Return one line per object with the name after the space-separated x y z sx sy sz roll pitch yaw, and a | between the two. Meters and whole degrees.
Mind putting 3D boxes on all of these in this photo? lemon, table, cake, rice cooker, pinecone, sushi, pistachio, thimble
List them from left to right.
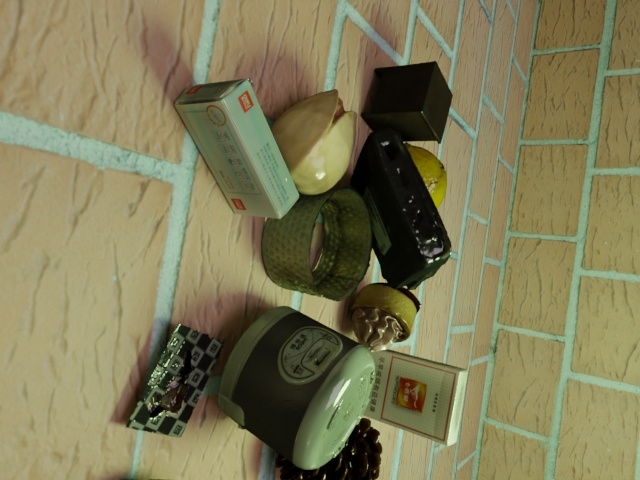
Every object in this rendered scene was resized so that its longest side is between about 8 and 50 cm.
-0.273 0.258 0.868 0.139 0.031 0.200 45 63 -49 | sushi
-0.049 0.296 0.978 0.288 0.277 0.288 -41 145 -38 | rice cooker
-0.010 -0.223 1.019 0.299 0.188 0.187 -62 140 -40 | pistachio
0.000 0.000 1.103 0.271 0.150 0.270 -14 107 -54 | thimble
0.010 0.549 1.171 0.292 0.246 0.246 27 73 -33 | pinecone
0.180 0.240 1.344 0.185 0.208 0.178 67 32 -41 | cake
0.253 -0.162 1.364 0.253 0.229 0.228 97 12 -73 | lemon
0.258 -0.397 1.358 0.172 0.193 0.169 35 67 -52 | table

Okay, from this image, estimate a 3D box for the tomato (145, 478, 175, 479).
-0.315 0.522 0.808 0.225 0.085 0.224 -6 98 -56 | tomato

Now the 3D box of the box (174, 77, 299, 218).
-0.151 -0.167 0.874 0.079 0.135 0.269 -54 135 -34 | box

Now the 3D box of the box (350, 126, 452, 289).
0.176 -0.060 1.146 0.350 0.091 0.358 108 -37 -71 | box

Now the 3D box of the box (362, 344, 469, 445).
0.254 0.451 1.381 0.095 0.331 0.210 20 79 -54 | box
